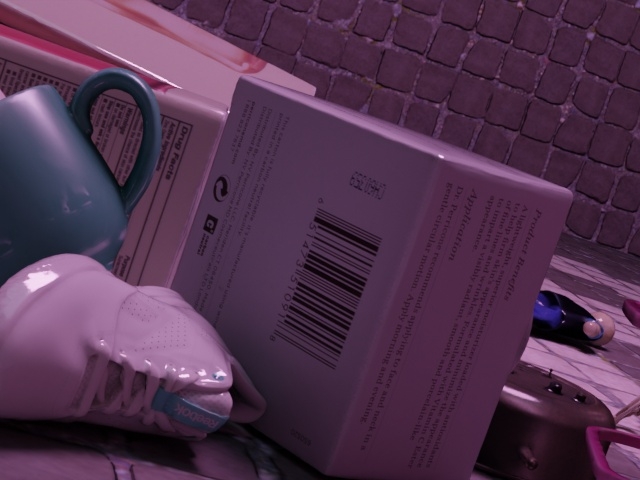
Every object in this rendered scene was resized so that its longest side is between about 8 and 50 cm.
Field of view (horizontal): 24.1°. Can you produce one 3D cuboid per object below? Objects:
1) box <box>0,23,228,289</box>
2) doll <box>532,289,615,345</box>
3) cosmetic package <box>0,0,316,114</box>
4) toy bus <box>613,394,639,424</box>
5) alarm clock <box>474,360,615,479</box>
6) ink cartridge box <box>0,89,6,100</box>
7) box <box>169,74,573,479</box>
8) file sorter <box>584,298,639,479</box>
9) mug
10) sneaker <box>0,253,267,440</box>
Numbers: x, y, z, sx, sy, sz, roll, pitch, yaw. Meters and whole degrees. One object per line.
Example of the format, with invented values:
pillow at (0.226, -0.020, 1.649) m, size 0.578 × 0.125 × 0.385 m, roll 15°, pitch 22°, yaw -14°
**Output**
box at (-0.194, -0.061, 1.042) m, size 0.232 × 0.148 × 0.127 m, roll 19°, pitch 7°, yaw -5°
doll at (0.240, 0.075, 1.582) m, size 0.189 × 0.046 × 0.129 m, roll 14°, pitch 10°, yaw -32°
cosmetic package at (-0.169, -0.107, 1.186) m, size 0.296 × 0.153 × 0.129 m, roll 28°, pitch 30°, yaw -9°
toy bus at (0.356, 0.127, 1.240) m, size 0.104 × 0.202 × 0.191 m, roll 53°, pitch 9°, yaw 13°
alarm clock at (0.132, 0.112, 0.978) m, size 0.129 × 0.064 × 0.192 m, roll 23°, pitch 5°, yaw 29°
ink cartridge box at (-0.263, -0.035, 0.739) m, size 0.067 × 0.198 × 0.115 m, roll 57°, pitch 8°, yaw -1°
box at (0.018, 0.021, 0.855) m, size 0.119 × 0.181 × 0.182 m, roll 14°, pitch 9°, yaw -43°
file sorter at (0.225, 0.057, 0.672) m, size 0.182 × 0.290 × 0.202 m, roll 17°, pitch 2°, yaw 6°
mug at (-0.153, -0.010, 0.758) m, size 0.097 × 0.158 × 0.129 m, roll 56°, pitch 29°, yaw -1°
sneaker at (-0.089, 0.063, 0.720) m, size 0.094 × 0.080 × 0.212 m, roll 35°, pitch 11°, yaw 21°
